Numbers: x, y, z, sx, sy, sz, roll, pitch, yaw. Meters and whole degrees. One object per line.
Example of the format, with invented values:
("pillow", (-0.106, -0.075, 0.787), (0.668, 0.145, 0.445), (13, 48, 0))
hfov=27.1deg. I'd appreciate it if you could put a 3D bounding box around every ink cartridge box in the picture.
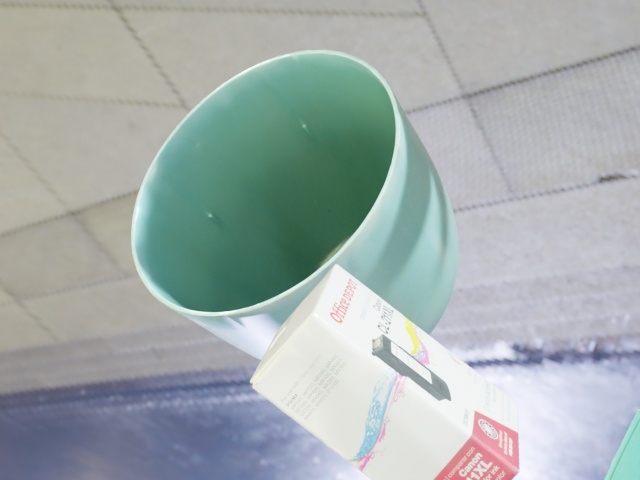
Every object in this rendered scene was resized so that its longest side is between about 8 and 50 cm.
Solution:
("ink cartridge box", (0.049, 0.109, 0.929), (0.175, 0.072, 0.127), (38, -164, -3))

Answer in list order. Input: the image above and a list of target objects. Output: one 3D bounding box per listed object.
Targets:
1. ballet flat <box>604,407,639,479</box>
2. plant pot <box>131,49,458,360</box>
("ballet flat", (0.138, 0.260, 0.589), (0.147, 0.409, 0.147), (22, -175, -2))
("plant pot", (0.000, 0.000, 1.309), (0.293, 0.293, 0.235), (5, 153, 37))
